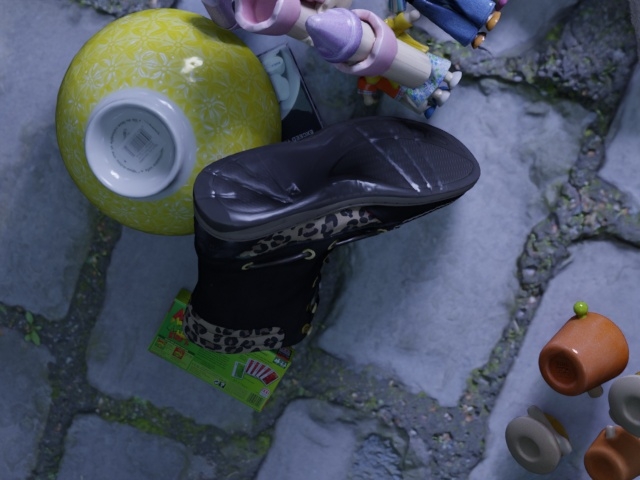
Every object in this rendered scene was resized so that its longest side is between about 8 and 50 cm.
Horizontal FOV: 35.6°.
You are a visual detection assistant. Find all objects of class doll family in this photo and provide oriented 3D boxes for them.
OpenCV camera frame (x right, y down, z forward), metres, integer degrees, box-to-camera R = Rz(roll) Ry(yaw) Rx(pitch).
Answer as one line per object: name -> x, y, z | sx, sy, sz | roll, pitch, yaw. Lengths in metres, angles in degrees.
doll family -> 0.115, -0.266, 1.178 | 0.163, 0.118, 0.263 | 31, 109, -4

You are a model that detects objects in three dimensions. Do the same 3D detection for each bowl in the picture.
bowl -> -0.200, -0.125, 1.200 | 0.290, 0.156, 0.289 | 3, 108, 8

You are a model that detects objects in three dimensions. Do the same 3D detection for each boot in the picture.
boot -> 0.000, 0.000, 1.258 | 0.138, 0.378, 0.284 | 56, 146, 29

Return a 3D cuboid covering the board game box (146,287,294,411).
board game box -> -0.138, 0.153, 1.391 | 0.181, 0.043, 0.092 | 29, 109, -4

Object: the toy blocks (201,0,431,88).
toy blocks -> -0.019, -0.342, 1.034 | 0.309, 0.260, 0.288 | 30, 102, 36

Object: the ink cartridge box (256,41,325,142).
ink cartridge box -> -0.092, -0.121, 1.293 | 0.206, 0.045, 0.208 | -22, 106, 13

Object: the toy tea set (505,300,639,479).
toy tea set -> 0.366, 0.245, 1.328 | 0.200, 0.124, 0.336 | 38, 134, 29

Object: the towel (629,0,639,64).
towel -> 0.438, -0.276, 1.113 | 0.187, 0.049, 0.282 | -15, 138, 13
